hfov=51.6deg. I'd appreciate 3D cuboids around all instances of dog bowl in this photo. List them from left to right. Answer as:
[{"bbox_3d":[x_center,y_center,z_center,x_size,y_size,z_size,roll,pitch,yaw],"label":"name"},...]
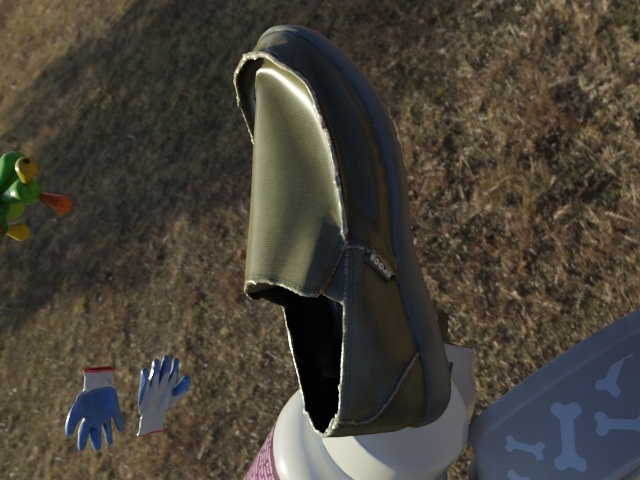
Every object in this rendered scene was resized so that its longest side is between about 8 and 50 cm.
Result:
[{"bbox_3d":[0.272,0.200,0.669,0.348,0.348,0.102,-39,58,10],"label":"dog bowl"}]

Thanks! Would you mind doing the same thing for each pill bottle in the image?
[{"bbox_3d":[0.019,0.235,0.645,0.302,0.169,0.169,115,149,-41],"label":"pill bottle"}]

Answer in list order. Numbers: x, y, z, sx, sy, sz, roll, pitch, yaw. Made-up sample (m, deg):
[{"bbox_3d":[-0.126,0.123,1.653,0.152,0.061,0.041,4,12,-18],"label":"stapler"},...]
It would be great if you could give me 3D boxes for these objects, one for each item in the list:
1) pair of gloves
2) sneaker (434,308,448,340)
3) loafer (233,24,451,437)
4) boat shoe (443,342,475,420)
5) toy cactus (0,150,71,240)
[{"bbox_3d":[-0.306,0.262,1.070,0.023,0.198,0.159,39,122,48],"label":"pair of gloves"},{"bbox_3d":[0.211,0.249,1.612,0.144,0.090,0.270,-12,12,28],"label":"sneaker"},{"bbox_3d":[0.000,0.000,0.379,0.094,0.087,0.251,-19,91,59],"label":"loafer"},{"bbox_3d":[0.208,0.307,1.153,0.127,0.340,0.158,7,104,21],"label":"boat shoe"},{"bbox_3d":[-0.360,-0.011,0.718,0.181,0.112,0.219,-61,25,-7],"label":"toy cactus"}]
